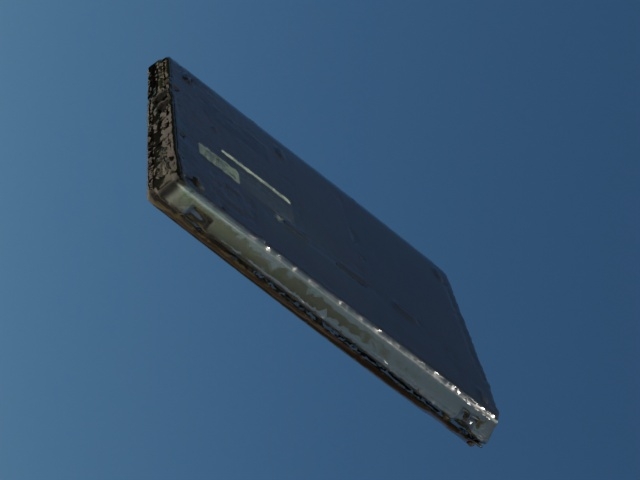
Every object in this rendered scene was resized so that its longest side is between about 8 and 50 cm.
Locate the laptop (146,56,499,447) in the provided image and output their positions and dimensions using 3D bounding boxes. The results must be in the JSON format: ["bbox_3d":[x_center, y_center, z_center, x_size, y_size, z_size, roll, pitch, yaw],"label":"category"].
[{"bbox_3d":[0.000,0.000,0.656,0.026,0.207,0.154,-43,-154,18],"label":"laptop"}]
